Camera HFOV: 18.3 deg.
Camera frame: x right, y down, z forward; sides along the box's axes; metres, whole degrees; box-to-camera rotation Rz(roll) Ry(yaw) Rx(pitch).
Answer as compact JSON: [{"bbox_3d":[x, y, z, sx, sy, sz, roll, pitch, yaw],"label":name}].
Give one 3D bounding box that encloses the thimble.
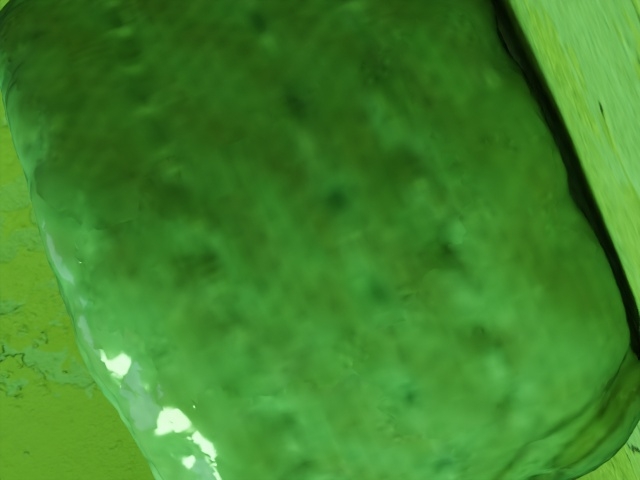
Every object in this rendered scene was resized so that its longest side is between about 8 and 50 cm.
[{"bbox_3d":[0.000,0.000,0.826,0.291,0.195,0.291,-22,-90,-90],"label":"thimble"}]
